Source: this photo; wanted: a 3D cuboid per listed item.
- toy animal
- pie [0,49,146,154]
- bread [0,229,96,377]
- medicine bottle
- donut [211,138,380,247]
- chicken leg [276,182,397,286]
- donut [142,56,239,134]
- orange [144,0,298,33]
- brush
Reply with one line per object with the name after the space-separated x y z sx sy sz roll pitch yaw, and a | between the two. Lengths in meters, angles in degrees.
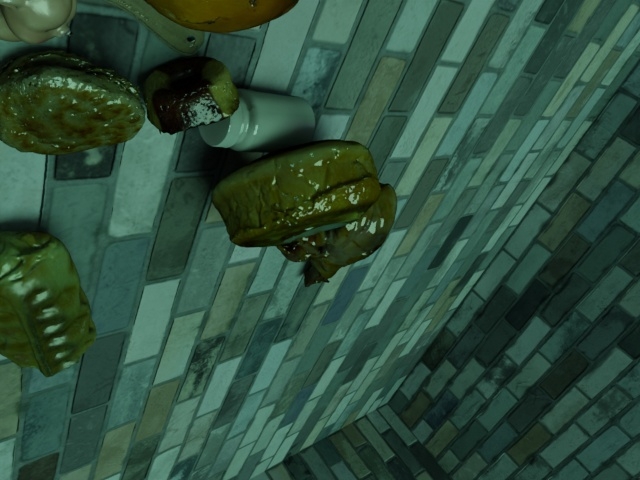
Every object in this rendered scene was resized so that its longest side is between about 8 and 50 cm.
-0.315 -0.248 0.564 0.089 0.150 0.083 20 72 -51 | toy animal
-0.332 -0.171 0.703 0.163 0.079 0.193 -42 151 28 | pie
-0.454 0.094 0.847 0.152 0.130 0.268 -21 143 -27 | bread
-0.105 -0.201 0.910 0.186 0.103 0.103 -8 136 -45 | medicine bottle
-0.030 -0.078 0.991 0.330 0.160 0.330 -24 177 -2 | donut
0.000 0.000 1.287 0.295 0.182 0.409 -13 156 -28 | chicken leg
-0.187 -0.213 0.771 0.140 0.140 0.059 -32 140 -19 | donut
-0.111 -0.351 0.574 0.246 0.246 0.246 -30 148 -21 | orange
-0.250 -0.306 0.641 0.070 0.065 0.327 -52 151 11 | brush
